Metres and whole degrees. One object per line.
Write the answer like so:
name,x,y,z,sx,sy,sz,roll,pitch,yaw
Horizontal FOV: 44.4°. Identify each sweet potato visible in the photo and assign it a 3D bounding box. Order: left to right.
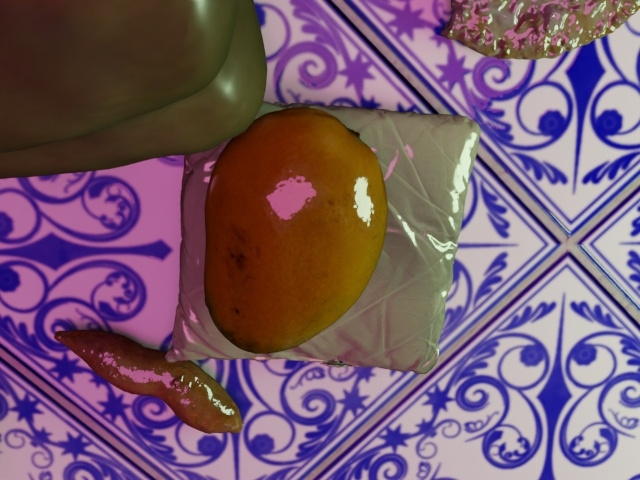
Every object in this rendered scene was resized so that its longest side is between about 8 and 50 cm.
sweet potato,-0.171,0.139,0.811,0.218,0.051,0.065,32,105,-11

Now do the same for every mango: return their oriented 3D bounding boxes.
mango,-0.021,-0.002,0.659,0.151,0.120,0.221,1,116,-9

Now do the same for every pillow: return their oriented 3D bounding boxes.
pillow,-0.001,-0.001,0.766,0.280,0.076,0.275,4,109,-10

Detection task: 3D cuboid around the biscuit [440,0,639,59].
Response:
biscuit,0.243,-0.259,0.715,0.289,0.038,0.141,-39,105,11

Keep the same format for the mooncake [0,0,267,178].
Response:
mooncake,-0.196,-0.259,0.483,0.262,0.467,0.467,-12,107,1
